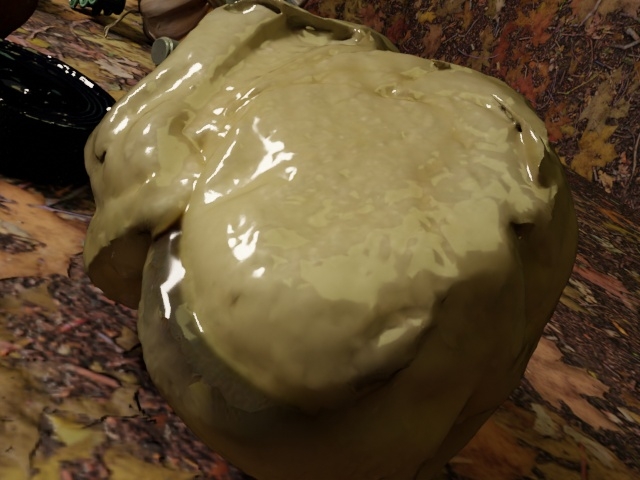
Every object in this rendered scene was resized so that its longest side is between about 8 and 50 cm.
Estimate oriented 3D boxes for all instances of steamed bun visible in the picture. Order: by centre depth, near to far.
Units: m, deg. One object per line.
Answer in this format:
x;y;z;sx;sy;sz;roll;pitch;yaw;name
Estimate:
0.002;-0.004;0.526;0.325;0.230;0.372;-23;51;-24;steamed bun

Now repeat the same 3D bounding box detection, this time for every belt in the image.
-0.295;-0.131;0.698;0.198;0.078;0.151;35;26;16;belt

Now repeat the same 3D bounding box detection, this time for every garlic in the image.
-0.265;-0.432;1.320;0.207;0.207;0.257;38;30;29;garlic

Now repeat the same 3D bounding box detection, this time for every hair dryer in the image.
-0.216;-0.284;1.239;0.106;0.054;0.154;8;37;-51;hair dryer

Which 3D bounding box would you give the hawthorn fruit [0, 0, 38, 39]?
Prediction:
-0.433;-0.280;0.752;0.208;0.208;0.248;33;44;18;hawthorn fruit

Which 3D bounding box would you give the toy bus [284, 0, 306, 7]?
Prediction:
-0.101;-0.527;1.679;0.092;0.106;0.268;45;-22;-7;toy bus

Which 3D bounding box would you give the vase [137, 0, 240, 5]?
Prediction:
-0.227;-0.499;1.593;0.321;0.173;0.173;33;20;2;vase

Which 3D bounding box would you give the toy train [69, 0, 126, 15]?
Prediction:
-0.405;-0.475;1.335;0.071;0.111;0.170;12;4;-43;toy train
